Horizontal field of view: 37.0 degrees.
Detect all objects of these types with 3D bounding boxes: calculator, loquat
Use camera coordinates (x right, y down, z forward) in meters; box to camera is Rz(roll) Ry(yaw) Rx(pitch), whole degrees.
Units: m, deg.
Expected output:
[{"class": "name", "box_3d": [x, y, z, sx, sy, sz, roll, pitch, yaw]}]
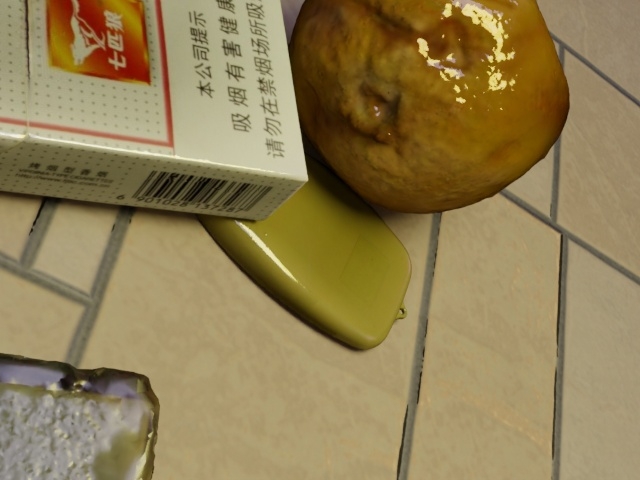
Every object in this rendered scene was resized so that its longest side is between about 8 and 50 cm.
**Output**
[{"class": "calculator", "box_3d": [0.000, 0.000, 0.913, 0.236, 0.033, 0.157, 40, 48, -16]}, {"class": "loquat", "box_3d": [0.102, -0.163, 0.933, 0.276, 0.276, 0.284, 47, 24, -10]}]

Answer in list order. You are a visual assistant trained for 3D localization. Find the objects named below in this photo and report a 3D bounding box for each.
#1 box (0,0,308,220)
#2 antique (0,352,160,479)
[{"class": "box", "box_3d": [-0.183, -0.140, 0.774, 0.330, 0.095, 0.210, 6, 63, -30]}, {"class": "antique", "box_3d": [-0.257, 0.132, 0.578, 0.284, 0.150, 0.125, 16, 60, -23]}]
